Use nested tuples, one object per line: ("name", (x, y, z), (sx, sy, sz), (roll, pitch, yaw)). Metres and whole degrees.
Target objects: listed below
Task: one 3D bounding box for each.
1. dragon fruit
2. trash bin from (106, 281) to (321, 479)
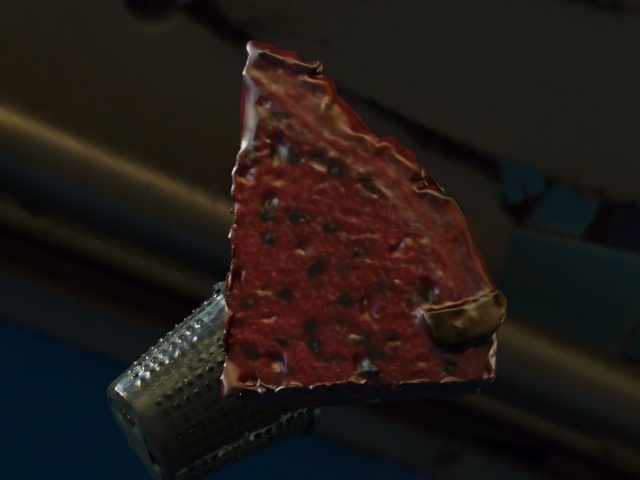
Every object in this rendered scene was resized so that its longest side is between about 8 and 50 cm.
("dragon fruit", (0.000, 0.000, 1.278), (0.240, 0.302, 0.330), (-25, -76, -51))
("trash bin", (-0.114, 0.150, 1.554), (0.161, 0.175, 0.175), (-30, -119, -18))
